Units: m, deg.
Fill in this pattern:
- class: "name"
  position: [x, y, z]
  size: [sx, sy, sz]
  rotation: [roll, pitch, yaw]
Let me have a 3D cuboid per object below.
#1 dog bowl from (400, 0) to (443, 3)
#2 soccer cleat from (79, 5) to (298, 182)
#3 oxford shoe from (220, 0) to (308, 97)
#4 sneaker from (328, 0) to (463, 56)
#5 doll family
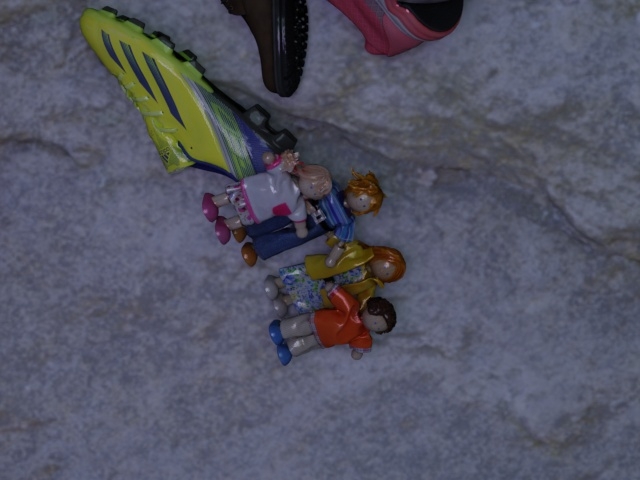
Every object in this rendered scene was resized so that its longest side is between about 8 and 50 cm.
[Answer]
- class: "dog bowl"
  position: [0.090, -0.417, 1.044]
  size: [0.348, 0.102, 0.349]
  rotation: [8, 73, -29]
- class: "soccer cleat"
  position: [-0.157, -0.140, 1.144]
  size: [0.289, 0.093, 0.121]
  rotation: [38, 98, -2]
- class: "oxford shoe"
  position: [-0.070, -0.266, 1.155]
  size: [0.096, 0.083, 0.227]
  rotation: [-8, 93, 19]
- class: "sneaker"
  position: [0.010, -0.322, 1.114]
  size: [0.116, 0.136, 0.314]
  rotation: [-41, 98, -34]
- class: "doll family"
  position: [0.000, 0.000, 1.126]
  size: [0.163, 0.118, 0.263]
  rotation: [-18, 116, 17]
